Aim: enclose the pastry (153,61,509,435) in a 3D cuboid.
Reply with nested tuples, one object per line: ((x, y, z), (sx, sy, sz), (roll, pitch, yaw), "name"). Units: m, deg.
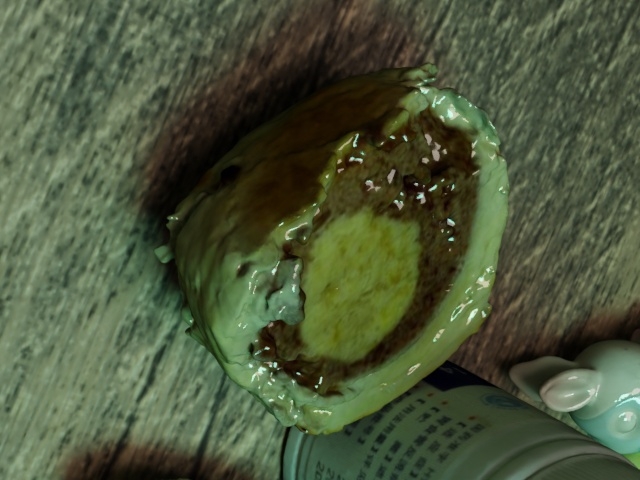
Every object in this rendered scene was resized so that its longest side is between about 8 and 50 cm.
((0.007, -0.001, 1.074), (0.256, 0.170, 0.236), (-45, 142, -17), "pastry")

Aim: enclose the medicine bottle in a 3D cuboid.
((0.128, 0.214, 1.100), (0.190, 0.332, 0.189), (-9, 109, -28), "medicine bottle")

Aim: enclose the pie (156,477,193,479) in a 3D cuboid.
((-0.119, 0.341, 1.110), (0.338, 0.075, 0.337), (-9, 110, -27), "pie")

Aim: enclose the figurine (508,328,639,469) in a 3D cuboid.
((0.282, 0.147, 1.305), (0.236, 0.127, 0.155), (-13, 121, -21), "figurine")
